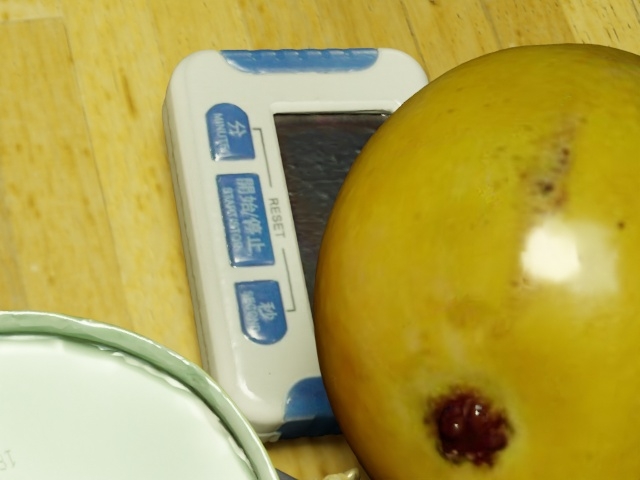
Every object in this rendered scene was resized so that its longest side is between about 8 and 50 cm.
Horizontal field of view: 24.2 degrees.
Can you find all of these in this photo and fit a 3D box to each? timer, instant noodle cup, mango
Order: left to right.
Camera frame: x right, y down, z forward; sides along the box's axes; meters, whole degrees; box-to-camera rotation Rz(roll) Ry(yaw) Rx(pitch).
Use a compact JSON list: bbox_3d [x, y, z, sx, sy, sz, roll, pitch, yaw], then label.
[{"bbox_3d":[-0.142,0.186,0.718,0.311,0.221,0.311,6,61,-10],"label":"instant noodle cup"},{"bbox_3d":[0.000,0.000,0.942,0.178,0.078,0.253,-2,64,-19],"label":"timer"},{"bbox_3d":[0.180,0.057,0.820,0.446,0.232,0.300,15,62,-48],"label":"mango"}]

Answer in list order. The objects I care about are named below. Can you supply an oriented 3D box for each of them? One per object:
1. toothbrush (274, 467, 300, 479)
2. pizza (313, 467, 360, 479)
[{"bbox_3d":[-0.027,0.140,0.870,0.288,0.026,0.024,31,63,-4],"label":"toothbrush"},{"bbox_3d":[0.042,0.196,0.700,0.071,0.297,0.189,-18,85,-9],"label":"pizza"}]
